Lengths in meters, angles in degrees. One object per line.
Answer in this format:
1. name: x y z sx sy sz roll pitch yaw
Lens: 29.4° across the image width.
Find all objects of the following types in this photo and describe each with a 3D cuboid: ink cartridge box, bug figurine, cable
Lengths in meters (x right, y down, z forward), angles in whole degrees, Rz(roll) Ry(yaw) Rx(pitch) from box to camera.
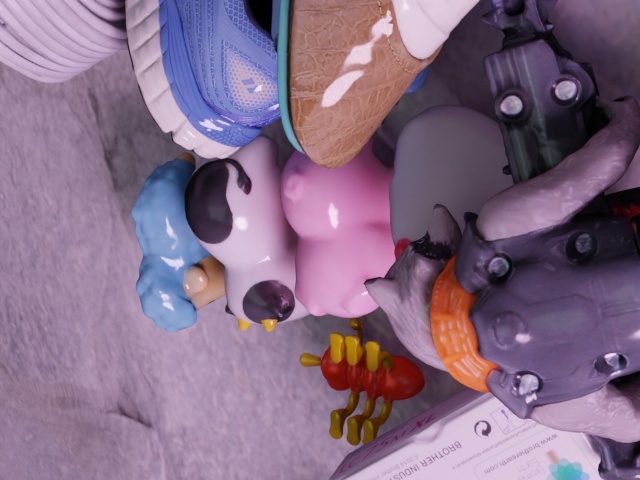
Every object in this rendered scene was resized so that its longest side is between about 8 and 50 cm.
1. ink cartridge box: 0.166 0.241 0.826 0.186 0.065 0.311 -34 90 27
2. bug figurine: 0.074 0.202 0.947 0.216 0.072 0.279 16 114 31
3. cable: -0.214 -0.248 0.902 0.089 0.257 0.257 -18 64 15

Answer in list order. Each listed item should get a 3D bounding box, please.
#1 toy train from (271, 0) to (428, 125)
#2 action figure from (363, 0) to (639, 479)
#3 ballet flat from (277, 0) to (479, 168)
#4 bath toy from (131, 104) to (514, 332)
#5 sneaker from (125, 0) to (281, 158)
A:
1. toy train: 0.014 -0.164 0.784 0.080 0.105 0.184 -8 75 46
2. action figure: 0.166 -0.026 0.650 0.330 0.178 0.341 -22 90 28
3. ballet flat: 0.058 -0.209 0.685 0.124 0.116 0.342 2 77 27
4. bath toy: 0.000 0.000 0.887 0.348 0.129 0.151 -8 137 46
5. sneaker: -0.080 -0.233 0.878 0.147 0.130 0.330 -23 85 23
